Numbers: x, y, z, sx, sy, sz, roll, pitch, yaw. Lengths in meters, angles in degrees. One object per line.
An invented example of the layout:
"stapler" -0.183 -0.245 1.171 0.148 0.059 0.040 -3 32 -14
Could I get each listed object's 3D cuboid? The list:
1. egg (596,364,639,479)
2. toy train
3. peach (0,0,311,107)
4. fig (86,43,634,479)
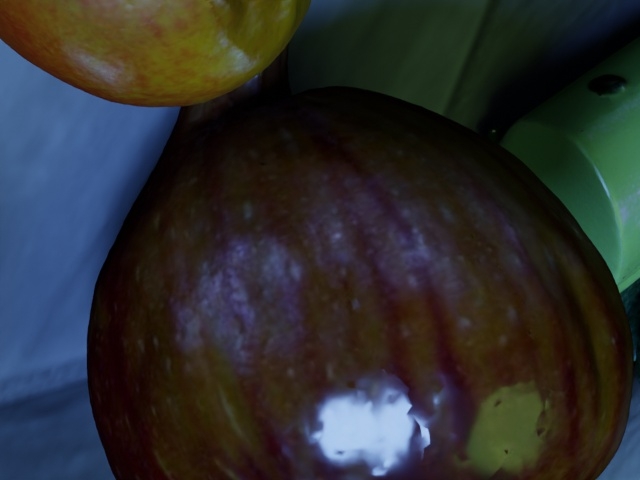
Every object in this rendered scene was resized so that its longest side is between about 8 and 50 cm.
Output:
"egg" 0.217 0.170 1.037 0.337 0.201 0.337 -12 106 -45
"toy train" 0.168 -0.044 0.839 0.253 0.105 0.157 -35 134 -29
"peach" -0.046 -0.079 0.491 0.101 0.101 0.100 -35 147 -26
"fig" -0.004 0.006 0.624 0.175 0.207 0.175 -27 180 0
